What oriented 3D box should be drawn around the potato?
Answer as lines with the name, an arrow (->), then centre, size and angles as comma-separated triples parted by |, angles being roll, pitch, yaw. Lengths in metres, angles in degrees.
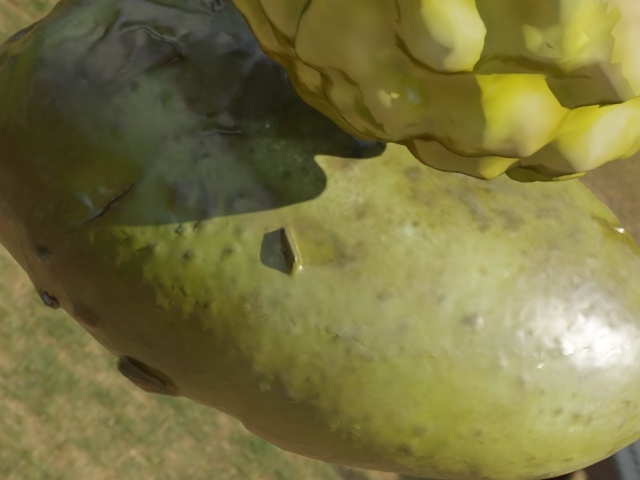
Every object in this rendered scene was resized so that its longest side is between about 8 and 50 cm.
potato -> 0.000, 0.000, 0.589 | 0.298, 0.141, 0.176 | 31, 53, 2

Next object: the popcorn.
popcorn -> 0.062, -0.144, 0.445 | 0.212, 0.259, 0.259 | 15, 6, 32
